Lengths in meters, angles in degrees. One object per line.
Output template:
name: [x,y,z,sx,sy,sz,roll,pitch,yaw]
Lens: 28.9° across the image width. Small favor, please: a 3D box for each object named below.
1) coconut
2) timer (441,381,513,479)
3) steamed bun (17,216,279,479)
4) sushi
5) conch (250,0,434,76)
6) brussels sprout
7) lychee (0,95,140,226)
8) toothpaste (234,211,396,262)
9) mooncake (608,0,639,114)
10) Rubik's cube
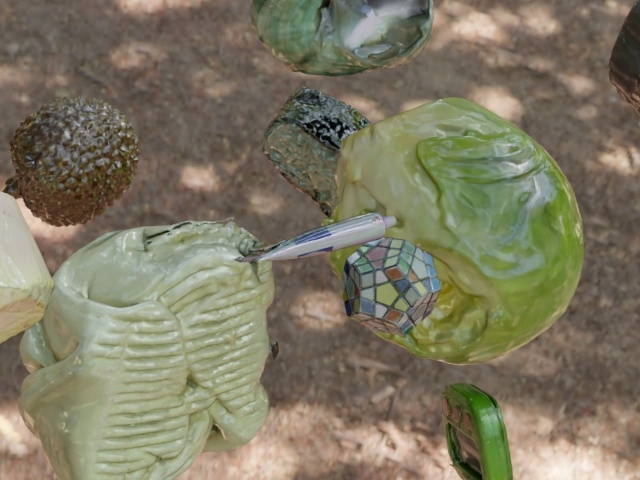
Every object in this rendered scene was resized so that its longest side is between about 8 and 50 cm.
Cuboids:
coconut: [-0.325,0.019,1.110,0.147,0.147,0.152,-19,70,-34]
timer: [0.190,0.241,1.512,0.047,0.128,0.140,-13,10,-13]
steamed bun: [-0.227,0.133,1.585,0.237,0.346,0.394,28,79,44]
sushi: [0.026,-0.126,1.847,0.225,0.124,0.127,41,48,-4]
conch: [0.013,-0.314,1.623,0.195,0.220,0.277,-11,58,-45]
brussels sprout: [0.169,-0.016,1.537,0.344,0.268,0.344,5,74,-19]
lychee: [-0.396,-0.120,1.936,0.238,0.200,0.200,-26,49,-3]
toothpaste: [0.000,0.000,1.210,0.170,0.028,0.045,-15,11,-27]
mooncake: [0.576,-0.300,1.967,0.245,0.245,0.133,-10,45,-26]
Rubik's cube: [0.074,0.049,1.336,0.111,0.111,0.093,-28,59,-39]
